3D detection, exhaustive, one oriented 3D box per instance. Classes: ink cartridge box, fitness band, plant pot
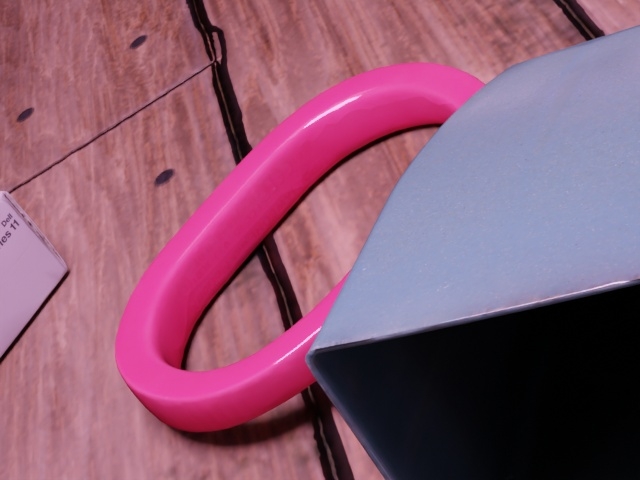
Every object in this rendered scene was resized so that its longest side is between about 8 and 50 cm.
[{"bbox_3d":[-0.310,0.043,1.046,0.208,0.087,0.153,2,48,45],"label":"ink cartridge box"},{"bbox_3d":[0.000,0.000,0.854,0.291,0.054,0.209,-48,32,-20],"label":"fitness band"},{"bbox_3d":[0.129,0.013,0.622,0.165,0.165,0.234,-15,33,29],"label":"plant pot"}]
